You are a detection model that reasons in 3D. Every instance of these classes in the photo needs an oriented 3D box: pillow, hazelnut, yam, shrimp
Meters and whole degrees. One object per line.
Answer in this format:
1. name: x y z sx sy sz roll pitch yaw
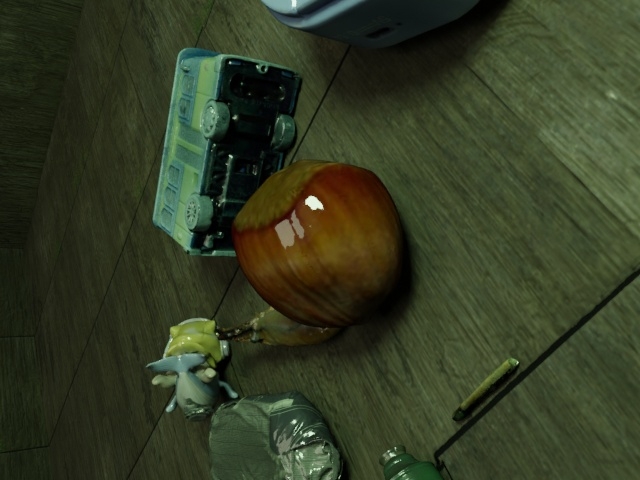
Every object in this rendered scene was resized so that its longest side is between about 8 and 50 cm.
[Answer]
1. pillow: -0.082 0.307 0.918 0.335 0.093 0.161 -24 72 51
2. hazelnut: 0.005 -0.001 0.765 0.210 0.210 0.186 -50 25 41
3. yam: 0.167 0.156 0.644 0.107 0.014 0.014 -58 44 35
4. shrimp: -0.053 0.101 0.925 0.262 0.066 0.117 -10 63 40

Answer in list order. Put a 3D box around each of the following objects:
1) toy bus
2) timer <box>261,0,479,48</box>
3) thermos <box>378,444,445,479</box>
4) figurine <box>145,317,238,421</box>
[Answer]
1. toy bus: -0.156 -0.140 1.017 0.190 0.152 0.312 30 112 52
2. timer: 0.051 -0.413 0.724 0.395 0.174 0.394 -4 85 54
3. thermos: 0.124 0.299 0.651 0.073 0.083 0.187 -48 44 13
4. figurine: -0.217 0.216 1.074 0.208 0.129 0.183 78 -179 -67
